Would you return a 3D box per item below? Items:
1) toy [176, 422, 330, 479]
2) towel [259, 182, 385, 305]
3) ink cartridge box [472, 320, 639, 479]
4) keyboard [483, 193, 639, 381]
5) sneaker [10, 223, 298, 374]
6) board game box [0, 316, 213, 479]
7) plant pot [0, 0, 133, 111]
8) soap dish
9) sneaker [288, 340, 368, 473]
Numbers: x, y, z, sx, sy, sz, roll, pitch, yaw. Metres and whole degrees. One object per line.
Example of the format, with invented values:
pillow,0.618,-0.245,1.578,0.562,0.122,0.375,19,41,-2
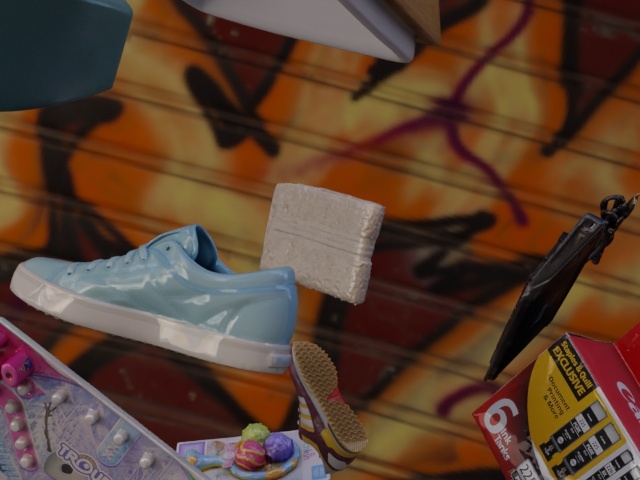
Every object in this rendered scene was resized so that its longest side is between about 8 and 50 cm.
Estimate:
toy,-0.108,0.317,1.750,0.237,0.056,0.137,-10,27,3
towel,0.000,0.000,2.130,0.049,0.187,0.282,6,9,-43
ink cartridge box,0.401,0.292,1.608,0.130,0.272,0.309,14,39,-44
keyboard,0.259,0.045,1.275,0.033,0.201,0.317,43,-16,15
sneaker,-0.190,0.047,1.381,0.366,0.150,0.135,13,-2,15
board game box,-0.317,0.340,1.319,0.390,0.390,0.050,38,25,0
plant pot,-0.343,-0.246,1.294,0.234,0.165,0.165,-1,37,-35
soap dish,-0.043,-0.275,1.082,0.291,0.118,0.229,20,-2,28
sneaker,-0.009,0.225,1.571,0.070,0.084,0.185,2,49,-40
